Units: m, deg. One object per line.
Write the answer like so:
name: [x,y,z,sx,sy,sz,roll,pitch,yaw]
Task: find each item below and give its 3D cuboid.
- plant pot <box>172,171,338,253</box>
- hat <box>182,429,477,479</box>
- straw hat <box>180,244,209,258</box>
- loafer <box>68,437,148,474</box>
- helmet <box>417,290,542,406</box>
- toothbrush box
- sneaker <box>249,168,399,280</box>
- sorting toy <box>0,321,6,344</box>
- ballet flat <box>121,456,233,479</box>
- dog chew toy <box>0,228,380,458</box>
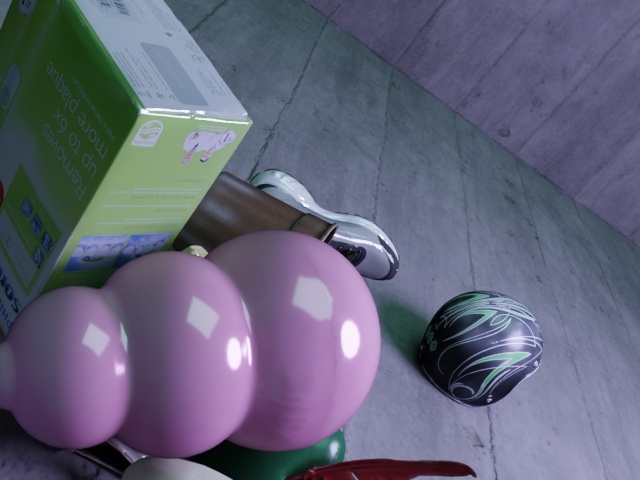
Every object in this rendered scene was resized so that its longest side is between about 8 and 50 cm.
plant pot: [-0.090,0.006,0.992,0.165,0.167,0.167,32,26,4]
hat: [-0.004,0.192,0.763,0.208,0.183,0.173,24,30,-28]
straw hat: [-0.145,0.040,0.889,0.144,0.061,0.144,38,-7,6]
loafer: [-0.208,0.178,0.689,0.125,0.045,0.039,30,34,-23]
helmet: [0.248,0.155,1.165,0.169,0.161,0.169,30,28,-18]
toothbrush box: [-0.220,-0.076,0.697,0.122,0.283,0.206,-5,52,-48]
sneaker: [0.000,0.000,1.188,0.271,0.100,0.108,28,42,-14]
sorting toy: [-0.258,0.073,0.786,0.348,0.047,0.196,38,31,-2]
ballet flat: [-0.066,0.273,0.665,0.248,0.086,0.086,33,27,-11]
dog chew toy: [-0.111,0.096,0.671,0.332,0.206,0.206,-3,47,-34]
